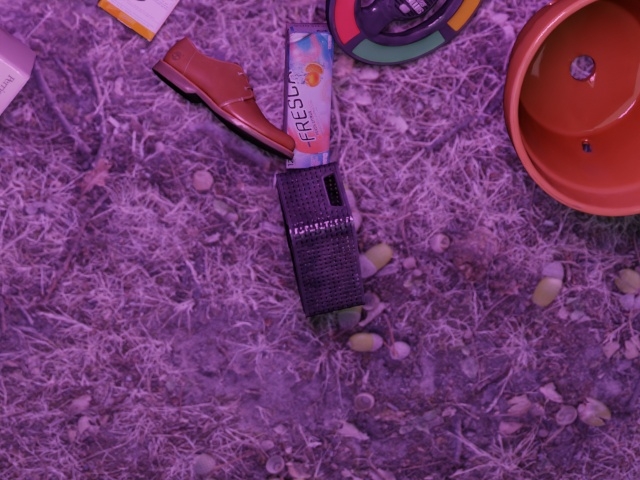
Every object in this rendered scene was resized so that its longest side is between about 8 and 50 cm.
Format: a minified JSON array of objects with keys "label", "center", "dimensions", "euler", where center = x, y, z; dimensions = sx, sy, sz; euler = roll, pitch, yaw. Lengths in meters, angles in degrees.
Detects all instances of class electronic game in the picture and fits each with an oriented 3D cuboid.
[{"label":"electronic game","center":[0.112,-0.313,1.701],"dimensions":[0.229,0.048,0.229],"euler":[-18,141,-16]}]

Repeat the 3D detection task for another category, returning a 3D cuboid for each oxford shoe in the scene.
[{"label":"oxford shoe","center":[-0.108,-0.182,1.736],"dimensions":[0.212,0.076,0.076],"euler":[38,83,-1]}]

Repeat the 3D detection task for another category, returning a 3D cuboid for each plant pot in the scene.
[{"label":"plant pot","center":[0.358,-0.199,1.739],"dimensions":[0.291,0.203,0.291],"euler":[-3,111,-7]}]

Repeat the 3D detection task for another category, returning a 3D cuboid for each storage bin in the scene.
[{"label":"storage bin","center":[0.000,0.000,1.783],"dimensions":[0.084,0.122,0.180],"euler":[-12,138,-3]}]

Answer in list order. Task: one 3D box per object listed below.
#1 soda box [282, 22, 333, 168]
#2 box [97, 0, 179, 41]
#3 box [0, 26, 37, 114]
[{"label":"soda box","center":[-0.017,-0.186,1.770],"dimensions":[0.058,0.063,0.183],"euler":[-1,111,-7]},{"label":"box","center":[-0.208,-0.328,1.712],"dimensions":[0.081,0.028,0.136],"euler":[34,100,-18]},{"label":"box","center":[-0.484,-0.226,1.660],"dimensions":[0.232,0.127,0.148],"euler":[36,102,-18]}]
